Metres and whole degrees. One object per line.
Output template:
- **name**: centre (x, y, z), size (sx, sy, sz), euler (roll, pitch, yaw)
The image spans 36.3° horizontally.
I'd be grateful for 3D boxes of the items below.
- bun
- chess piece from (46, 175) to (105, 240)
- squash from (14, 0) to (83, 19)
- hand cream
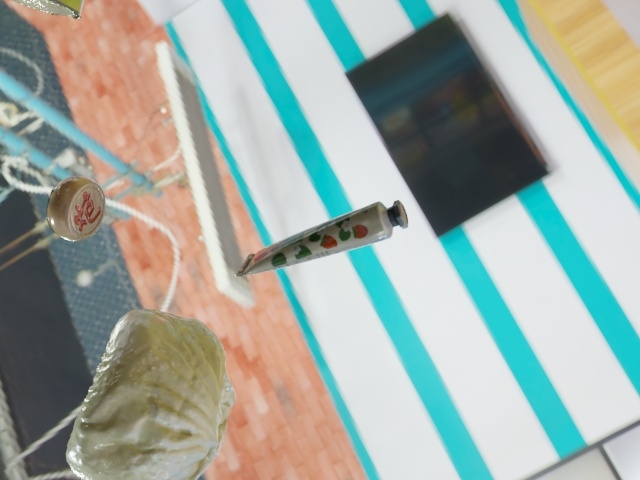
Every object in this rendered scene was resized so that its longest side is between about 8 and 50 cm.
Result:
- **bun**: centre (-0.266, 0.289, 1.627), size (0.227, 0.352, 0.349), euler (18, -166, 2)
- **chess piece**: centre (-0.310, -0.041, 1.243), size (0.084, 0.038, 0.083), euler (-40, -43, -51)
- **squash**: centre (-0.263, -0.327, 0.986), size (0.095, 0.095, 0.188), euler (19, -95, -76)
- **hand cream**: centre (0.000, 0.000, 1.503), size (0.095, 0.276, 0.059), euler (-64, -46, -68)
